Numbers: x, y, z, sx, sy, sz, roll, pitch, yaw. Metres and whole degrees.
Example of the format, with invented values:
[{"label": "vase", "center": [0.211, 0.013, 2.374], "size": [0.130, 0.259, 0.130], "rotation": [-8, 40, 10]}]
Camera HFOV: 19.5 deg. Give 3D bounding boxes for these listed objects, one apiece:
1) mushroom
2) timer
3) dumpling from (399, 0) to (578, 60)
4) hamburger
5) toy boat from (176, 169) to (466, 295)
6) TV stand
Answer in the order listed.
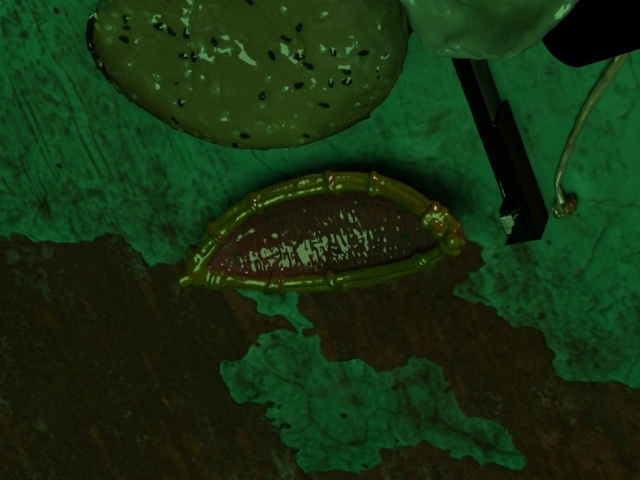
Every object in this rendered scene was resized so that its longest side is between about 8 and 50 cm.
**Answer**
[{"label": "mushroom", "center": [0.268, -0.138, 1.790], "size": [0.028, 0.026, 0.286], "rotation": [9, 123, -8]}, {"label": "timer", "center": [0.257, -0.232, 1.682], "size": [0.187, 0.055, 0.144], "rotation": [-15, 118, 46]}, {"label": "dumpling", "center": [0.159, -0.320, 1.543], "size": [0.212, 0.270, 0.320], "rotation": [-4, 119, 5]}, {"label": "hamburger", "center": [-0.041, -0.233, 1.716], "size": [0.277, 0.195, 0.318], "rotation": [31, 130, -3]}, {"label": "toy boat", "center": [0.004, -0.003, 1.909], "size": [0.318, 0.099, 0.141], "rotation": [-8, 115, 24]}, {"label": "TV stand", "center": [0.162, -0.115, 1.817], "size": [0.040, 0.049, 0.256], "rotation": [-11, 118, 24]}]
